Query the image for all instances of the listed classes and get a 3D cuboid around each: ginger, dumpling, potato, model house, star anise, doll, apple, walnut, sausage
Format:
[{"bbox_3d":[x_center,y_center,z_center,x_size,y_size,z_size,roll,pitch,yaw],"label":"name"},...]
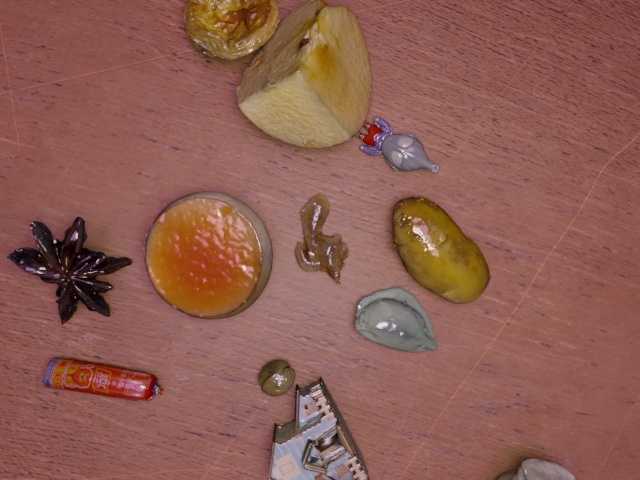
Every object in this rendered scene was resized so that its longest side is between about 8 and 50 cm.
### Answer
[{"bbox_3d":[0.009,-0.006,1.225,0.133,0.059,0.214,9,86,5],"label":"ginger"},{"bbox_3d":[0.521,0.654,1.201,0.227,0.243,0.175,4,48,-20],"label":"dumpling"},{"bbox_3d":[0.281,0.023,1.196,0.173,0.140,0.300,-44,97,-10],"label":"potato"},{"bbox_3d":[-0.032,0.487,1.153,0.206,0.178,0.271,-27,93,-2],"label":"model house"},{"bbox_3d":[-0.583,0.066,1.146,0.212,0.129,0.282,-28,124,7],"label":"star anise"},{"bbox_3d":[0.193,0.194,1.203,0.217,0.105,0.149,22,87,-2],"label":"dumpling"},{"bbox_3d":[0.195,-0.230,1.233,0.227,0.075,0.102,33,104,9],"label":"doll"},{"bbox_3d":[-0.024,-0.395,1.143,0.314,0.252,0.309,15,55,1],"label":"apple"},{"bbox_3d":[-0.106,0.335,1.196,0.092,0.092,0.092,0,88,-3],"label":"walnut"},{"bbox_3d":[-0.511,0.337,1.179,0.274,0.074,0.074,11,88,-3],"label":"sausage"}]

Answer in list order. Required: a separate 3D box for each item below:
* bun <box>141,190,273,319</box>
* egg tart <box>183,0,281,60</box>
[{"bbox_3d":[-0.257,0.031,1.155,0.299,0.165,0.298,0,96,2],"label":"bun"},{"bbox_3d":[-0.214,-0.537,1.197,0.241,0.106,0.241,0,78,2],"label":"egg tart"}]
